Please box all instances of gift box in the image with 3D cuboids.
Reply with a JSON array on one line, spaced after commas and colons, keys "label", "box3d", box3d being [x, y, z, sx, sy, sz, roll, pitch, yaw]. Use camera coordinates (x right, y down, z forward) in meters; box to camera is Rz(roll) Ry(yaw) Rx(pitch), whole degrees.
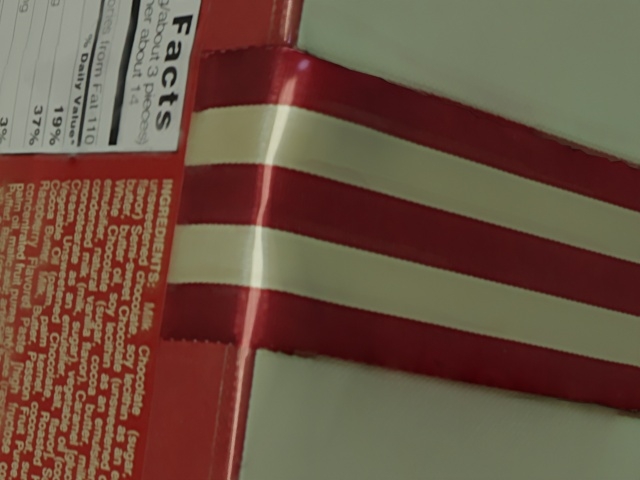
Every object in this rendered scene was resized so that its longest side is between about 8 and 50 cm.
[{"label": "gift box", "box3d": [0.000, 0.000, 0.487, 0.276, 0.258, 0.255, 8, 86, 49]}]
